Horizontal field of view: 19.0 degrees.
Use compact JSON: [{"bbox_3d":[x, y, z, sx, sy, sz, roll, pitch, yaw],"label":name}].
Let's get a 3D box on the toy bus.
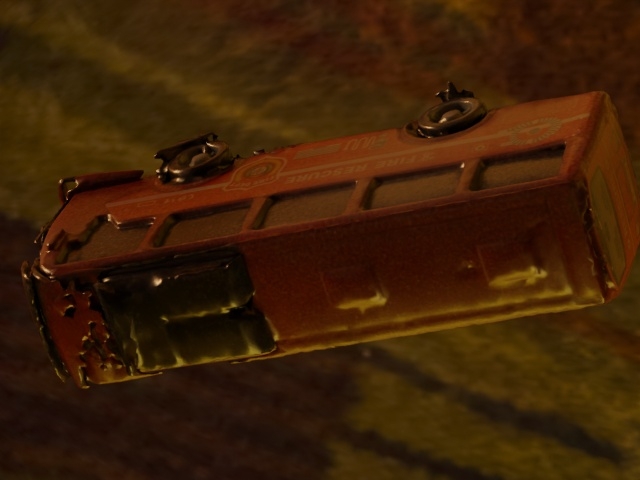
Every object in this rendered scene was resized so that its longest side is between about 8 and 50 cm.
[{"bbox_3d":[0.000,0.000,0.714,0.235,0.096,0.073,-10,113,20],"label":"toy bus"}]
